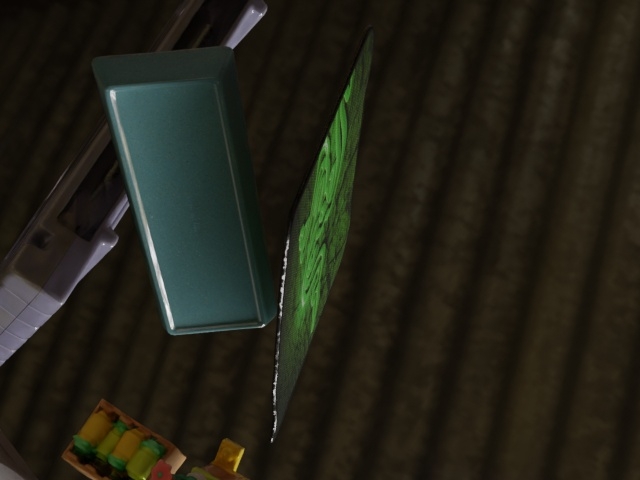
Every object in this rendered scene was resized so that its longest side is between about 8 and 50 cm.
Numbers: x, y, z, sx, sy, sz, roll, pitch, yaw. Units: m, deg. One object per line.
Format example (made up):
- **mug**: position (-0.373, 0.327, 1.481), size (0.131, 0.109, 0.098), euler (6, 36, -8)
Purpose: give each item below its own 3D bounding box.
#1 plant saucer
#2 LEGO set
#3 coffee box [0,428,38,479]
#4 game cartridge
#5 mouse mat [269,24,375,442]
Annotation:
- **plant saucer**: position (-0.065, -0.017, 0.731), size (0.067, 0.192, 0.018), euler (-5, -133, 3)
- **LEGO set**: position (-0.026, 0.184, 0.647), size (0.132, 0.107, 0.287), euler (-34, -102, 20)
- **coffee box**: position (-0.212, 0.038, 0.398), size (0.168, 0.119, 0.297), euler (-45, -144, -8)
- **game cartridge**: position (-0.156, -0.070, 1.141), size (0.355, 0.068, 0.230), euler (-61, -172, -27)
- **mouse mat**: position (0.000, 0.000, 0.756), size (0.007, 0.189, 0.152), euler (14, -129, 8)
